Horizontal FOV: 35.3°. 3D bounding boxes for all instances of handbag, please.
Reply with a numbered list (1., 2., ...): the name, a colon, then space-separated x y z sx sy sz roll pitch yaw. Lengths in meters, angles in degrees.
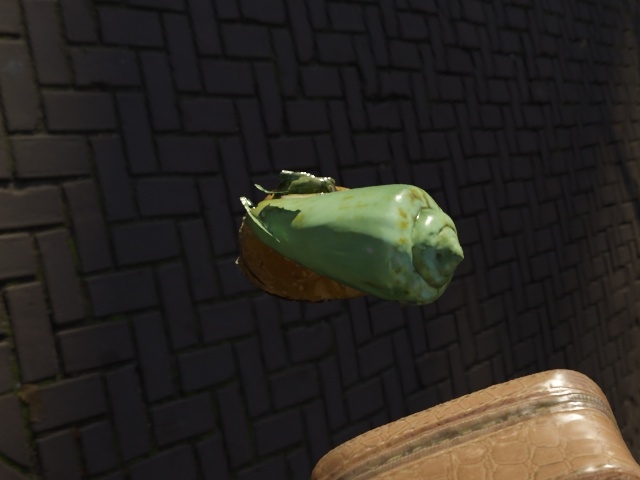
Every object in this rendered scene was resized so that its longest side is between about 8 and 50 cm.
1. handbag: 0.074 0.160 0.416 0.072 0.151 0.193 -104 174 -61

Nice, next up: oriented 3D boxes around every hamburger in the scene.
1. hamburger: -0.006 -0.003 0.835 0.102 0.176 0.087 57 40 -52

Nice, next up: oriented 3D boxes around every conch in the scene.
1. conch: 0.029 -0.002 0.703 0.106 0.170 0.079 34 74 -55
